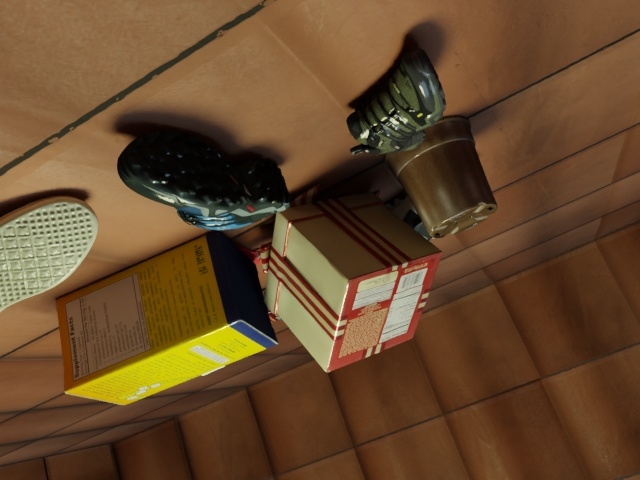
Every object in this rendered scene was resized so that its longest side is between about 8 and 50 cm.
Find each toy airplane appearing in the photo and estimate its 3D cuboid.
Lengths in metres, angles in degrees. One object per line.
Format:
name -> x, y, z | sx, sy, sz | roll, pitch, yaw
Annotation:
toy airplane -> -0.182, 0.052, 1.234 | 0.151, 0.028, 0.151 | -18, 160, -7

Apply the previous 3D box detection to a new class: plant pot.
plant pot -> 0.221, -0.103, 1.007 | 0.167, 0.165, 0.167 | -20, 162, -7

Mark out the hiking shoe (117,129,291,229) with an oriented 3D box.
hiking shoe -> -0.166, -0.059, 0.796 | 0.132, 0.113, 0.304 | -31, 160, 26

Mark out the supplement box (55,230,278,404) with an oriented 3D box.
supplement box -> -0.297, 0.160, 1.117 | 0.357, 0.194, 0.195 | -22, 153, 7

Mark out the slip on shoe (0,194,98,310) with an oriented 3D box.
slip on shoe -> -0.455, 0.039, 0.810 | 0.331, 0.101, 0.123 | -36, 124, 11

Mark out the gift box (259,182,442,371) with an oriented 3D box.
gift box -> 0.055, 0.042, 1.083 | 0.255, 0.258, 0.276 | -10, 127, -36

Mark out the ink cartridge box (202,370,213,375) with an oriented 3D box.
ink cartridge box -> -0.328, 0.299, 1.601 | 0.092, 0.143, 0.090 | -28, 161, 20

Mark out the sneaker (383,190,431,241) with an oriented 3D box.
sneaker -> 0.212, -0.035, 1.233 | 0.331, 0.146, 0.123 | -35, 156, 34

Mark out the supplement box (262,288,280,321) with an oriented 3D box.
supplement box -> -0.163, 0.190, 1.583 | 0.240, 0.073, 0.130 | -22, 161, 2

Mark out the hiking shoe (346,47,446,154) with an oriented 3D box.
hiking shoe -> 0.098, -0.174, 0.796 | 0.114, 0.086, 0.227 | -22, 163, -8
